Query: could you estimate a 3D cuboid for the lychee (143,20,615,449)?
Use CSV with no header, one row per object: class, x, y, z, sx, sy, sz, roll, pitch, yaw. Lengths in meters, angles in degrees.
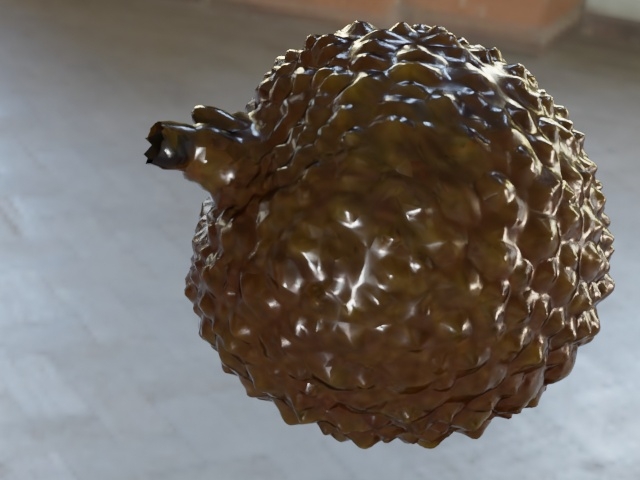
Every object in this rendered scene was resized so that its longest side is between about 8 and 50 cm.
lychee,0.029,-0.006,0.824,0.238,0.200,0.200,25,15,-27
